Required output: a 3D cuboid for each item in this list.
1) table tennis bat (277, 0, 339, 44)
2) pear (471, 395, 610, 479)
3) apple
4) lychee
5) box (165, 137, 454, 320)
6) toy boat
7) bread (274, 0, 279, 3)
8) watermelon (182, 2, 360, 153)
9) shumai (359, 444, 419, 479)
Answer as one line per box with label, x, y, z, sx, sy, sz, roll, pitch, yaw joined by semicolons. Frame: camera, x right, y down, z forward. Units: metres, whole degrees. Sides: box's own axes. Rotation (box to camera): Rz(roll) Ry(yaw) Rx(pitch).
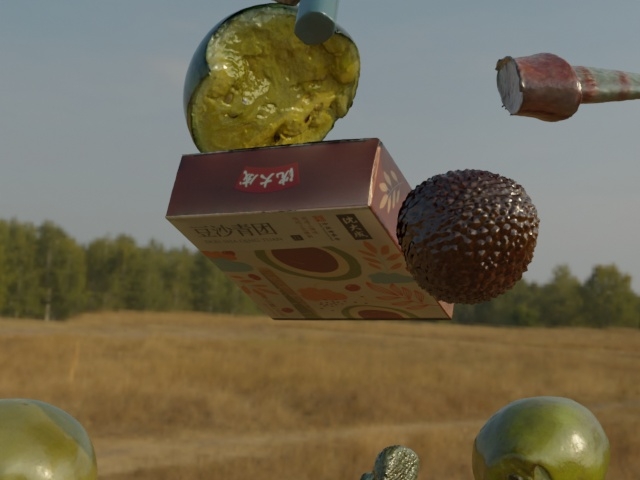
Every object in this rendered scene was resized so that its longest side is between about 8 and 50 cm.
table tennis bat;0.005;-0.333;1.108;0.044;0.329;0.215;29;-46;-28
pear;0.432;0.431;1.995;0.269;0.269;0.321;1;11;37
apple;-0.463;0.360;1.499;0.263;0.262;0.262;4;-4;0
lychee;0.194;-0.007;1.342;0.195;0.194;0.194;4;-4;0
box;0.000;0.000;1.644;0.345;0.122;0.385;-3;-29;26
toy boat;0.402;-0.224;1.458;0.282;0.096;0.206;-2;13;-2
bread;-0.226;-0.568;1.829;0.362;0.244;0.233;-1;-26;12
watermelon;-0.101;-0.293;1.817;0.331;0.189;0.330;-17;-33;-12
shumai;0.086;0.322;1.404;0.080;0.082;0.083;-9;24;41
